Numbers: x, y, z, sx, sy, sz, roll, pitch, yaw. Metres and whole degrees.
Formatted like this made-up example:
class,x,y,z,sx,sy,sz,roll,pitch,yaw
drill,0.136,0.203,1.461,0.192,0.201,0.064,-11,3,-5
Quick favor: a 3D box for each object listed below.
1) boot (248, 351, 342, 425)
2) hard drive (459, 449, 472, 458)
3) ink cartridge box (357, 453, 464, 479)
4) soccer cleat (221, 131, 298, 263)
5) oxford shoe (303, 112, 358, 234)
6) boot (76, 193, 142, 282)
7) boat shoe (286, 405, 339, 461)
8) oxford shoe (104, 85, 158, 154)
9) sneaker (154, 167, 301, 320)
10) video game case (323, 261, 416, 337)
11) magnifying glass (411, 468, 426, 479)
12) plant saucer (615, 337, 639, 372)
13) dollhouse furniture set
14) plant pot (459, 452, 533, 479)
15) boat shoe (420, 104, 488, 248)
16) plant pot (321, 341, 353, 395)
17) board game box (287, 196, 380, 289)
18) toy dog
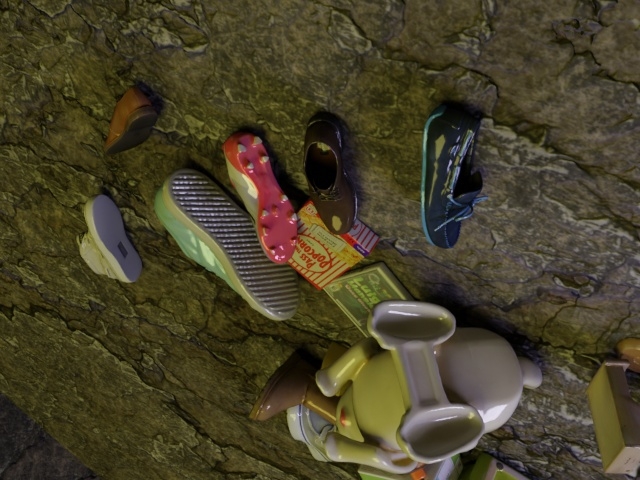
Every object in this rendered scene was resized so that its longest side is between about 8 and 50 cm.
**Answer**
class,x,y,z,sx,sy,sz,roll,pitch,yaw
boot,0.010,0.368,1.937,0.269,0.236,0.089,31,127,10
hard drive,0.268,0.462,2.000,0.094,0.022,0.135,37,143,-2
ink cartridge box,0.171,0.540,1.926,0.189,0.255,0.097,3,133,35
soccer cleat,-0.110,-0.077,1.619,0.095,0.083,0.248,5,118,61
oxford shoe,0.008,-0.091,1.506,0.083,0.096,0.227,-5,126,16
boot,-0.503,-0.004,2.013,0.123,0.095,0.258,7,137,22
boat shoe,0.003,0.438,2.110,0.094,0.109,0.302,-3,147,18
oxford shoe,-0.368,-0.226,1.709,0.212,0.076,0.076,-36,75,54
sneaker,-0.187,0.016,1.786,0.366,0.135,0.150,51,149,-7
video game case,0.115,0.131,1.754,0.173,0.022,0.190,-20,118,47
magnifying glass,0.158,0.400,1.898,0.231,0.092,0.026,62,172,20
plant saucer,0.538,0.199,1.512,0.083,0.015,0.083,21,141,18
dollhouse furniture set,0.592,0.298,1.502,0.242,0.161,0.212,3,141,-5
plant pot,0.369,0.608,1.926,0.227,0.228,0.207,31,137,5
boat shoe,0.207,-0.082,1.384,0.089,0.109,0.258,12,140,22
plant pot,0.038,0.285,1.930,0.081,0.083,0.081,24,141,14
board game box,0.000,0.000,1.678,0.147,0.045,0.193,40,143,-7
toy dog,0.175,0.293,1.706,0.284,0.395,0.408,68,151,18
